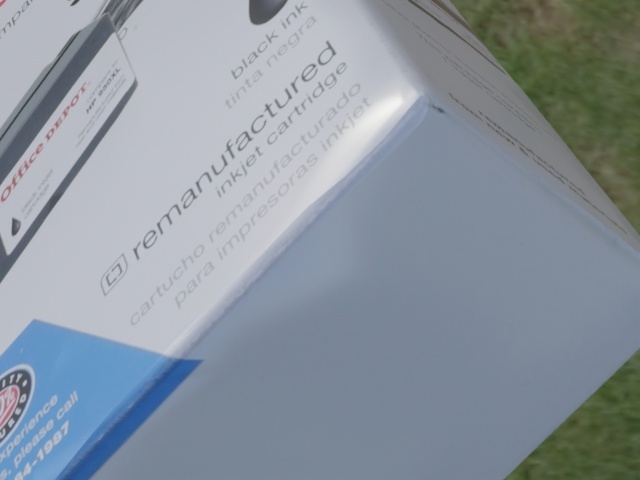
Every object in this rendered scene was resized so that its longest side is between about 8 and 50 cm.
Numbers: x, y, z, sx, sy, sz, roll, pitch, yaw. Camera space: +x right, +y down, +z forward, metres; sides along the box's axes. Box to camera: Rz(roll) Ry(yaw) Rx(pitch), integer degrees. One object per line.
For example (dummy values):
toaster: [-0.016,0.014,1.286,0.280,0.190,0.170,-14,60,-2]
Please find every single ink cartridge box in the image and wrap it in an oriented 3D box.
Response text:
ink cartridge box: [-0.058,-0.016,0.859,0.285,0.166,0.395,-46,34,12]
